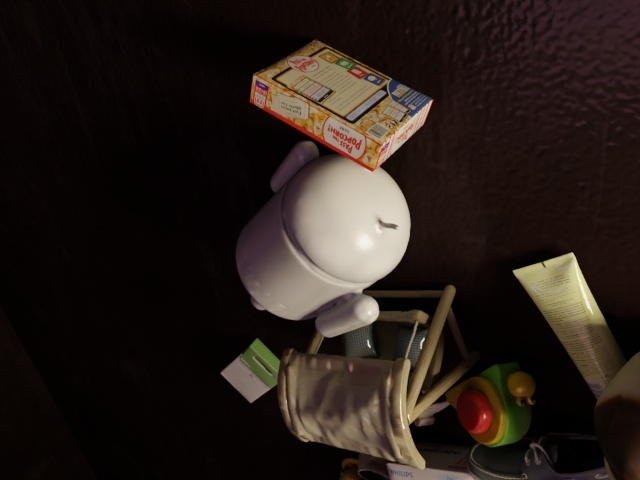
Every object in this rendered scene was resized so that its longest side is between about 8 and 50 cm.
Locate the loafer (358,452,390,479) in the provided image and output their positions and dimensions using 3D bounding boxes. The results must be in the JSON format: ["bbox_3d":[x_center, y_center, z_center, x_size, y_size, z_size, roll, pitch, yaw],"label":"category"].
[{"bbox_3d":[0.188,0.552,1.289,0.268,0.092,0.102,34,139,13],"label":"loafer"}]

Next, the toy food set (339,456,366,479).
[{"bbox_3d":[0.103,0.638,1.449,0.128,0.071,0.218,8,127,36],"label":"toy food set"}]

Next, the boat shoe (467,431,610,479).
[{"bbox_3d":[0.378,0.341,0.933,0.319,0.116,0.099,-10,123,36],"label":"boat shoe"}]

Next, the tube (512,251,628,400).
[{"bbox_3d":[0.369,0.129,0.817,0.070,0.062,0.240,-33,96,5],"label":"tube"}]

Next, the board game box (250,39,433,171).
[{"bbox_3d":[0.029,-0.185,0.768,0.193,0.147,0.045,33,138,16],"label":"board game box"}]

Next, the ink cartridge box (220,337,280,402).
[{"bbox_3d":[-0.149,0.302,1.388,0.109,0.062,0.209,45,140,1],"label":"ink cartridge box"}]

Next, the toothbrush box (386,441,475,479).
[{"bbox_3d":[0.269,0.552,1.123,0.206,0.122,0.283,-14,87,46],"label":"toothbrush box"}]

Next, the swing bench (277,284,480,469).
[{"bbox_3d":[0.086,0.209,0.964,0.253,0.254,0.165,-5,119,42],"label":"swing bench"}]

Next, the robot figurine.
[{"bbox_3d":[0.000,0.000,0.903,0.353,0.200,0.300,-40,69,49],"label":"robot figurine"}]

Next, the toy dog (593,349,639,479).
[{"bbox_3d":[0.513,0.282,0.645,0.408,0.284,0.395,26,143,28],"label":"toy dog"}]

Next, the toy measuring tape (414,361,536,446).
[{"bbox_3d":[0.263,0.308,1.003,0.121,0.121,0.330,41,142,5],"label":"toy measuring tape"}]
